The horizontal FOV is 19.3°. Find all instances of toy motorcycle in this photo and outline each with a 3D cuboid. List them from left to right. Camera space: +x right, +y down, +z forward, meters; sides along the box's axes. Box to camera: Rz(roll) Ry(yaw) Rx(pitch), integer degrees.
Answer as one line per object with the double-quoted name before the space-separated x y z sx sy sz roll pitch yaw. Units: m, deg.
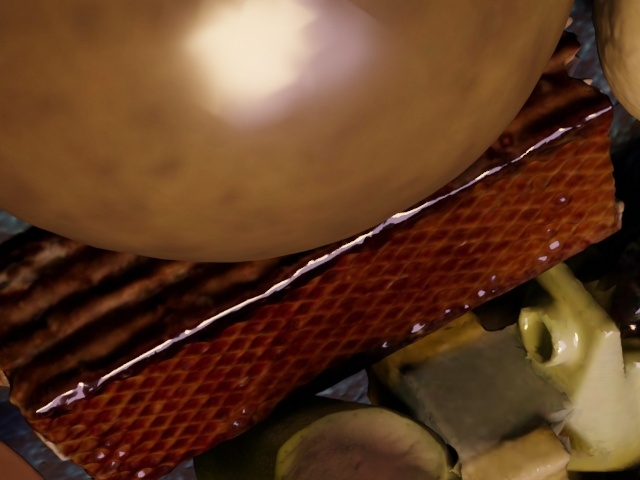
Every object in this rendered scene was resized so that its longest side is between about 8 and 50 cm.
"toy motorcycle" 0.108 0.126 0.923 0.237 0.168 0.410 -22 147 -25

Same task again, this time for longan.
"longan" -0.033 -0.068 0.466 0.204 0.159 0.185 -26 164 16

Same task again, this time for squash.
"squash" -0.003 0.096 0.771 0.069 0.069 0.239 -19 -175 -17

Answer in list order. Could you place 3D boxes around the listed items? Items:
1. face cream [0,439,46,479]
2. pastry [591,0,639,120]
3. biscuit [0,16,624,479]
"face cream" -0.171 0.148 0.711 0.149 0.149 0.104 4 139 -46
"pastry" 0.168 -0.098 0.671 0.156 0.092 0.156 -23 150 -15
"biscuit" 0.000 0.000 0.705 0.252 0.070 0.106 -28 154 -1
